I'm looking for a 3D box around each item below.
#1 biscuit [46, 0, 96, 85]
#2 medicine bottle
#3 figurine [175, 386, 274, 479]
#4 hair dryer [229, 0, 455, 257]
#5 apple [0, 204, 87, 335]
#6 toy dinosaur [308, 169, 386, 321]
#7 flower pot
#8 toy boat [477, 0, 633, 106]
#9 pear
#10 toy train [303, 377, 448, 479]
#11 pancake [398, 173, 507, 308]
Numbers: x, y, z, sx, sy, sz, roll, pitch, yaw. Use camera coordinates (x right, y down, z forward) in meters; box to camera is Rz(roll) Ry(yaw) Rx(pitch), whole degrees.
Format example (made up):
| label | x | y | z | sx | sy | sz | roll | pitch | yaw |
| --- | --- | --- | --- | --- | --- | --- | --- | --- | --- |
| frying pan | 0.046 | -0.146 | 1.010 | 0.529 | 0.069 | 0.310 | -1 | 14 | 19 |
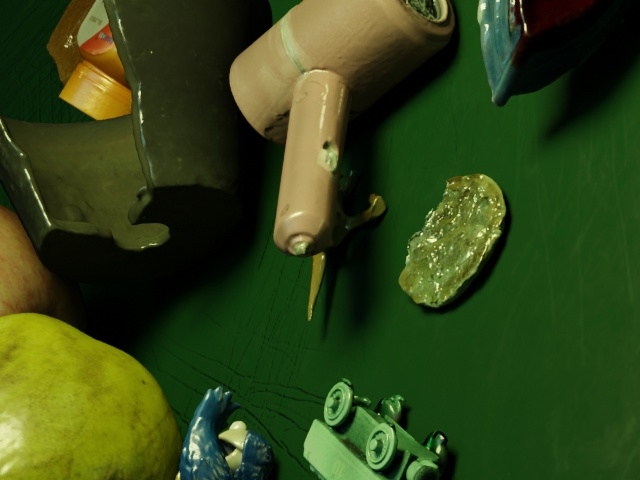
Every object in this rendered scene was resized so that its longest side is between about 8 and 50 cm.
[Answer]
| label | x | y | z | sx | sy | sz | roll | pitch | yaw |
| --- | --- | --- | --- | --- | --- | --- | --- | --- | --- |
| biscuit | -0.278 | -0.304 | 2.581 | 0.215 | 0.034 | 0.182 | -50 | 32 | 12 |
| medicine bottle | -0.216 | -0.241 | 2.355 | 0.222 | 0.112 | 0.149 | -59 | 30 | 0 |
| figurine | -0.094 | 0.268 | 1.741 | 0.164 | 0.121 | 0.262 | 101 | -171 | -60 |
| hair dryer | 0.015 | -0.114 | 1.859 | 0.210 | 0.125 | 0.352 | -36 | 31 | 32 |
| apple | -0.395 | 0.123 | 2.118 | 0.269 | 0.345 | 0.344 | 11 | 73 | 47 |
| toy dinosaur | 0.000 | 0.000 | 1.900 | 0.162 | 0.039 | 0.126 | -61 | 23 | -9 |
| flower pot | -0.204 | -0.107 | 2.068 | 0.379 | 0.379 | 0.251 | -36 | 59 | 35 |
| toy boat | 0.225 | -0.253 | 1.713 | 0.309 | 0.129 | 0.142 | -62 | -4 | -11 |
| pear | -0.284 | 0.222 | 1.837 | 0.287 | 0.375 | 0.287 | 2 | 95 | 21 |
| toy train | 0.044 | 0.183 | 1.646 | 0.172 | 0.070 | 0.099 | 37 | 106 | 60 |
| pancake | 0.119 | 0.001 | 1.735 | 0.129 | 0.023 | 0.116 | -58 | 33 | 2 |
